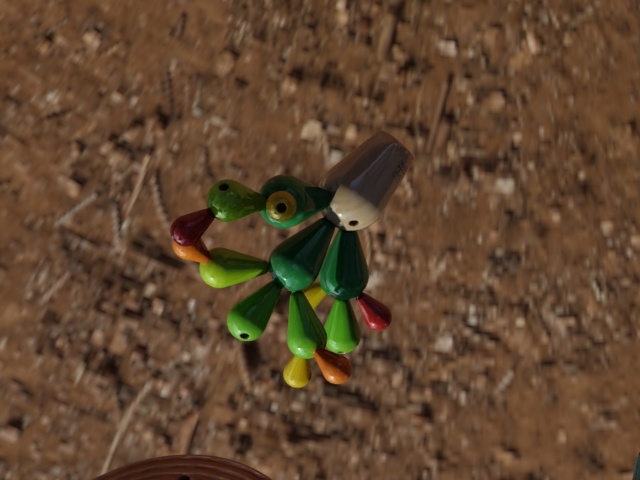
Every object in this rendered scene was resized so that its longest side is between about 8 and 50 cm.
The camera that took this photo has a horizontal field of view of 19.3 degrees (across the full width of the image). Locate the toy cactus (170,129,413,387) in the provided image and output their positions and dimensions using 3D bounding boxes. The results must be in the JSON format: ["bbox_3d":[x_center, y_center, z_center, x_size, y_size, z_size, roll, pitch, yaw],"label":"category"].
[{"bbox_3d":[0.000,0.000,1.329,0.180,0.112,0.219,-50,129,-8],"label":"toy cactus"}]

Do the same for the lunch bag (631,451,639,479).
[{"bbox_3d":[0.419,0.311,1.843,0.223,0.262,0.160,35,101,-13],"label":"lunch bag"}]

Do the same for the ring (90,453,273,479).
[{"bbox_3d":[-0.156,0.333,1.653,0.337,0.336,0.032,-14,135,12],"label":"ring"}]
